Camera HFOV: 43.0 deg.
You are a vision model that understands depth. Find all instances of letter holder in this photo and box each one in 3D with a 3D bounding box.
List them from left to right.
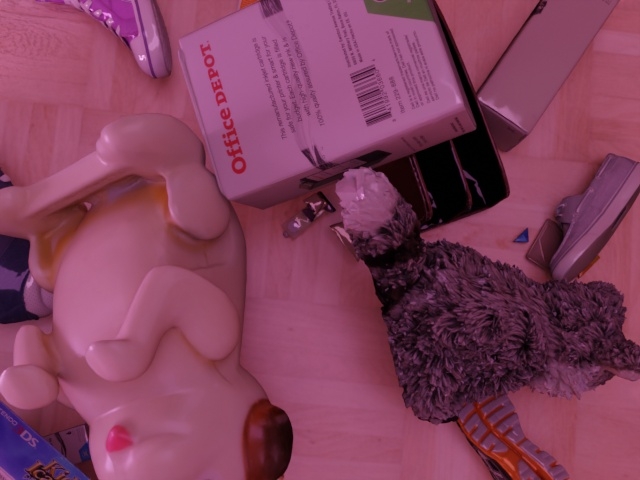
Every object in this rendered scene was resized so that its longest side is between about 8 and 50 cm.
[{"bbox_3d":[0.138,-0.177,1.102,0.152,0.214,0.301,-20,84,-7],"label":"letter holder"}]

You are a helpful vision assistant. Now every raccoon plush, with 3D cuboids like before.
[{"bbox_3d":[0.226,0.073,0.974,0.299,0.446,0.216,-13,58,14],"label":"raccoon plush"}]

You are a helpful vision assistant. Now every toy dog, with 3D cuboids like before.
[{"bbox_3d":[-0.196,0.125,0.953,0.285,0.395,0.407,-20,73,12],"label":"toy dog"}]

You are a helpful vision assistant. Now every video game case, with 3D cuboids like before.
[{"bbox_3d":[-0.325,0.324,0.985,0.269,0.244,0.061,41,54,1],"label":"video game case"}]

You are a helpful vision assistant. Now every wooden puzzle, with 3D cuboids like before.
[{"bbox_3d":[0.347,0.014,1.195,0.116,0.014,0.078,39,77,1],"label":"wooden puzzle"}]

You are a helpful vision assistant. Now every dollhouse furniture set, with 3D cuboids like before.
[{"bbox_3d":[0.000,0.000,1.142,0.081,0.091,0.114,-39,90,7],"label":"dollhouse furniture set"}]

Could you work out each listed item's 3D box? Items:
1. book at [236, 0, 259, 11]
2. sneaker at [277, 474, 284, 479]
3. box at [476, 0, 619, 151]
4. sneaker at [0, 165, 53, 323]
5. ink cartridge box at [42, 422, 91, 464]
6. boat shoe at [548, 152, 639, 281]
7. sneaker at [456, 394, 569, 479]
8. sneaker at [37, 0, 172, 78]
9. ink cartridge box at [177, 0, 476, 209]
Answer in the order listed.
[{"bbox_3d":[-0.080,-0.313,1.197,0.096,0.035,0.144,14,82,-6],"label":"book"},{"bbox_3d":[-0.091,0.312,1.114,0.083,0.032,0.036,30,95,5],"label":"sneaker"},{"bbox_3d":[0.322,-0.271,1.183,0.094,0.113,0.275,36,80,1],"label":"box"},{"bbox_3d":[-0.417,-0.046,1.101,0.237,0.130,0.322,-2,73,-19],"label":"sneaker"},{"bbox_3d":[-0.350,0.283,1.095,0.083,0.028,0.048,-17,84,-6],"label":"ink cartridge box"},{"bbox_3d":[0.384,-0.035,1.174,0.081,0.079,0.227,33,72,26],"label":"boat shoe"},{"bbox_3d":[0.247,0.286,1.118,0.084,0.083,0.214,-27,66,-23],"label":"sneaker"},{"bbox_3d":[-0.315,-0.333,1.153,0.161,0.102,0.282,-22,74,-4],"label":"sneaker"},{"bbox_3d":[0.006,-0.183,0.947,0.289,0.121,0.211,-19,80,15],"label":"ink cartridge box"}]
